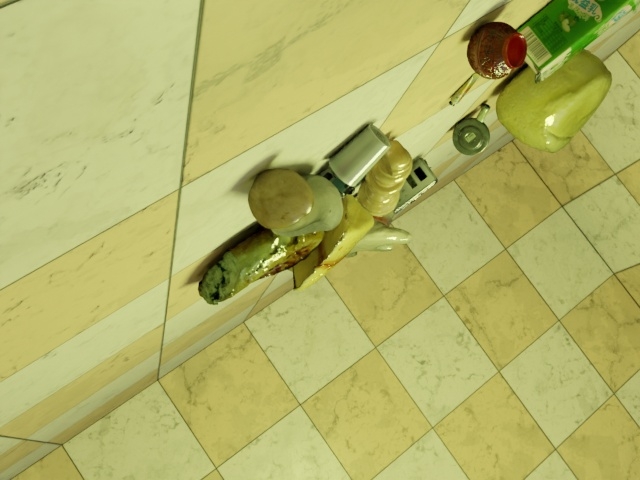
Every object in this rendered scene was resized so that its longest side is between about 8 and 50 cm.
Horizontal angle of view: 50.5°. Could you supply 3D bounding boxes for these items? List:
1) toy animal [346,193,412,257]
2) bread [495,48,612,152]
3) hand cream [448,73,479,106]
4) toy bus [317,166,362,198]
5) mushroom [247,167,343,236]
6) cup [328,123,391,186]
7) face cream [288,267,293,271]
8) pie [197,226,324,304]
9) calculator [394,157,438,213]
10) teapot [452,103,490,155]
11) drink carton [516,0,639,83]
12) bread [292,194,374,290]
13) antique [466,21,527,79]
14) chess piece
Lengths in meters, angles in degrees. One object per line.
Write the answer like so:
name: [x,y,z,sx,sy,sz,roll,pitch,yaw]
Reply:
toy animal: [0.090,-0.042,2.064,0.266,0.188,0.308,-8,171,-17]
bread: [0.652,-0.409,1.916,0.320,0.237,0.320,-44,165,-15]
hand cream: [0.332,-0.349,1.565,0.035,0.022,0.102,-20,161,-41]
toy bus: [0.021,-0.110,1.418,0.123,0.075,0.060,-42,172,40]
mushroom: [-0.050,-0.057,1.242,0.159,0.122,0.328,-46,172,7]
cup: [0.078,-0.174,1.341,0.116,0.074,0.104,-44,-165,24]
face cream: [-0.030,0.020,1.937,0.139,0.067,0.285,14,155,-14]
pie: [-0.132,0.037,1.575,0.288,0.103,0.354,-27,169,-45]
calculator: [0.247,-0.151,2.146,0.261,0.021,0.161,-38,-147,11]
teapot: [0.458,-0.340,2.053,0.111,0.149,0.108,1,-158,15]
drink carton: [0.536,-0.460,1.426,0.271,0.108,0.161,-37,173,19]
bread: [0.000,0.000,1.685,0.240,0.135,0.178,-47,172,24]
antique: [0.304,-0.333,1.190,0.104,0.104,0.104,-35,174,-4]
chess piece: [0.166,-0.160,1.690,0.117,0.117,0.397,-35,172,-8]
